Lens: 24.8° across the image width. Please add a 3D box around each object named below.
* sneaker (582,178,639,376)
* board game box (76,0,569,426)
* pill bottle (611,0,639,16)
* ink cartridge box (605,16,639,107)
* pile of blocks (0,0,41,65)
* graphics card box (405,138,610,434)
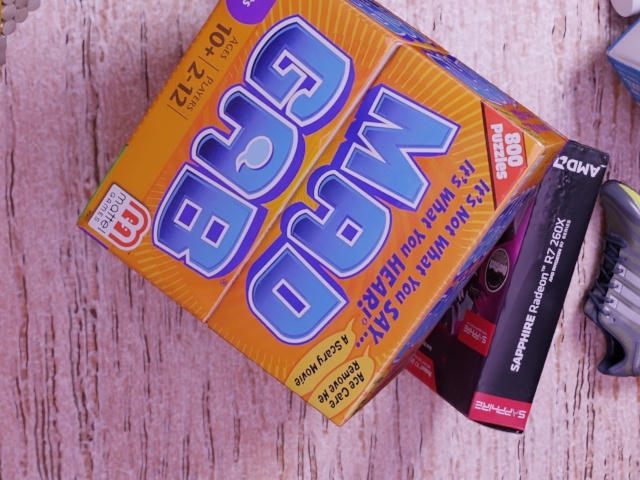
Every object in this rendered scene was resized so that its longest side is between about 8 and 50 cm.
[{"bbox_3d":[0.423,0.062,2.017,0.121,0.111,0.300,-17,104,-9],"label":"sneaker"},{"bbox_3d":[0.020,-0.069,1.628,0.356,0.356,0.356,36,102,8],"label":"board game box"},{"bbox_3d":[0.463,-0.349,1.954,0.137,0.078,0.078,-17,106,-13],"label":"pill bottle"},{"bbox_3d":[0.606,-0.191,1.946,0.285,0.166,0.395,-44,124,-4],"label":"ink cartridge box"},{"bbox_3d":[-0.356,-0.350,1.665,0.362,0.112,0.149,-52,153,-4],"label":"pile of blocks"},{"bbox_3d":[0.234,0.036,1.881,0.094,0.233,0.371,15,97,-20],"label":"graphics card box"}]
